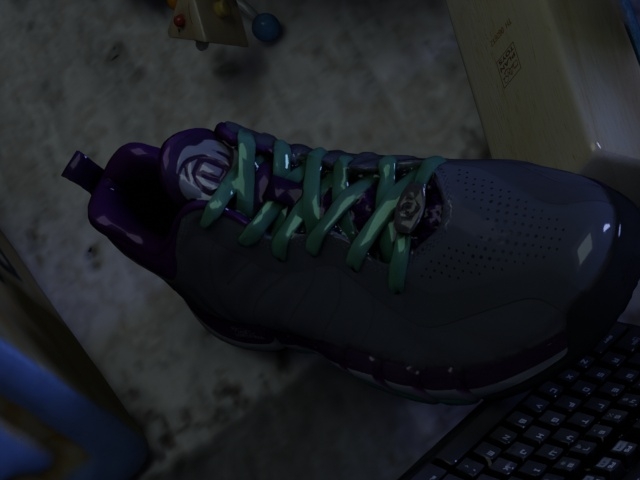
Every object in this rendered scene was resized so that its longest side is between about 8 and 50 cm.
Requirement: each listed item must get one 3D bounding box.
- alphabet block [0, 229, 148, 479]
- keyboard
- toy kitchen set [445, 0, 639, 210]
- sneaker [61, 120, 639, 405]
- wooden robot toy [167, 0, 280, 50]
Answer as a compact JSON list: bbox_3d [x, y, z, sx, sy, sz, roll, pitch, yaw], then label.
[{"bbox_3d":[-0.218,0.046,0.690,0.192,0.193,0.197,-43,51,0],"label":"alphabet block"},{"bbox_3d":[0.073,0.078,0.553,0.108,0.023,0.180,17,39,36],"label":"keyboard"},{"bbox_3d":[0.173,-0.095,0.632,0.207,0.166,0.122,-52,39,44],"label":"toy kitchen set"},{"bbox_3d":[0.000,0.000,0.615,0.224,0.098,0.083,-3,62,50],"label":"sneaker"},{"bbox_3d":[-0.069,-0.140,0.792,0.079,0.076,0.173,-22,54,31],"label":"wooden robot toy"}]
